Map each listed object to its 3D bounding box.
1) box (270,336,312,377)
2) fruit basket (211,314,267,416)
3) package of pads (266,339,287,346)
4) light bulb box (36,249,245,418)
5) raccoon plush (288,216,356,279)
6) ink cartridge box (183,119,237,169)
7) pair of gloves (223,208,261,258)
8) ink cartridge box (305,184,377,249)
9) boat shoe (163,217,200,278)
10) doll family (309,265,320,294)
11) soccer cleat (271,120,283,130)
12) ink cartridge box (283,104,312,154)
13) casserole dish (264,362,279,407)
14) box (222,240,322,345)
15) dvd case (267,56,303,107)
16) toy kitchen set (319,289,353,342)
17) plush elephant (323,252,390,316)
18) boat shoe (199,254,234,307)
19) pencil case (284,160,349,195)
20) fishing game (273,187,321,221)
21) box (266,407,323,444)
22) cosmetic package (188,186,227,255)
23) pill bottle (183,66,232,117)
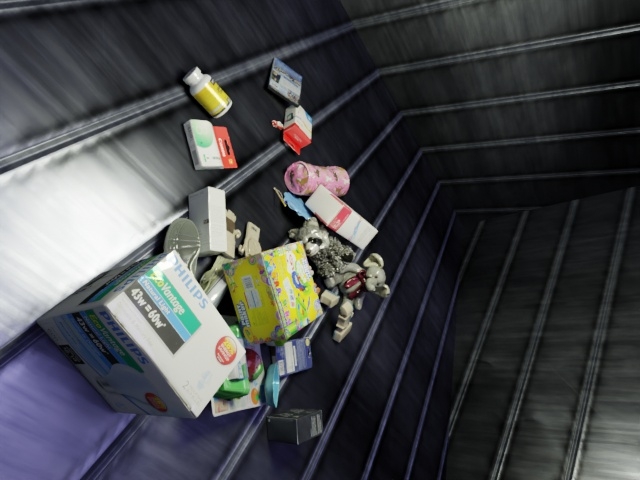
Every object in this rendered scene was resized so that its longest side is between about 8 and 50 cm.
[{"bbox_3d":[-0.121,0.493,1.751,0.225,0.036,0.137,6,74,-52],"label":"box"},{"bbox_3d":[-0.282,0.421,1.440,0.353,0.165,0.328,26,48,-59],"label":"fruit basket"},{"bbox_3d":[-0.182,0.248,1.686,0.229,0.101,0.297,-41,115,-55],"label":"package of pads"},{"bbox_3d":[-0.462,0.254,1.080,0.358,0.360,0.225,61,38,-20],"label":"light bulb box"},{"bbox_3d":[0.000,0.000,2.036,0.299,0.216,0.446,50,9,-10],"label":"raccoon plush"},{"bbox_3d":[-0.418,-0.376,1.626,0.224,0.056,0.181,-18,93,-53],"label":"ink cartridge box"},{"bbox_3d":[-0.323,-0.003,1.624,0.240,0.042,0.205,34,42,-52],"label":"pair of gloves"},{"bbox_3d":[0.103,-0.109,1.982,0.306,0.131,0.226,34,8,-44],"label":"ink cartridge box"},{"bbox_3d":[-0.469,0.082,1.373,0.118,0.103,0.321,3,69,-34],"label":"boat shoe"},{"bbox_3d":[-0.076,0.189,1.820,0.118,0.163,0.263,-30,100,-31],"label":"doll family"},{"bbox_3d":[-0.209,-0.567,2.002,0.083,0.029,0.036,19,55,-54],"label":"soccer cleat"},{"bbox_3d":[-0.113,-0.561,2.061,0.134,0.077,0.231,38,41,-41],"label":"ink cartridge box"},{"bbox_3d":[-0.183,0.544,1.552,0.188,0.036,0.114,-96,180,-73],"label":"casserole dish"},{"bbox_3d":[-0.159,0.178,1.460,0.279,0.176,0.291,-16,90,-63],"label":"box"},{"bbox_3d":[-0.172,-0.794,2.064,0.180,0.022,0.253,27,47,-29],"label":"dvd case"},{"bbox_3d":[0.075,0.363,2.049,0.122,0.165,0.207,-31,140,-53],"label":"toy kitchen set"},{"bbox_3d":[0.224,0.216,2.133,0.330,0.255,0.272,-42,113,-52],"label":"plush elephant"},{"bbox_3d":[-0.370,0.152,1.429,0.094,0.109,0.302,26,24,-5],"label":"boat shoe"},{"bbox_3d":[-0.009,-0.306,2.077,0.385,0.167,0.160,-8,120,-55],"label":"pencil case"},{"bbox_3d":[-0.105,-0.155,1.948,0.264,0.041,0.189,17,32,-51],"label":"fishing game"},{"bbox_3d":[-0.099,0.719,1.601,0.158,0.155,0.093,11,71,-52],"label":"box"},{"bbox_3d":[-0.406,-0.064,1.478,0.085,0.117,0.232,9,71,-54],"label":"cosmetic package"},{"bbox_3d":[-0.444,-0.581,1.612,0.184,0.103,0.103,46,45,-36],"label":"pill bottle"}]
